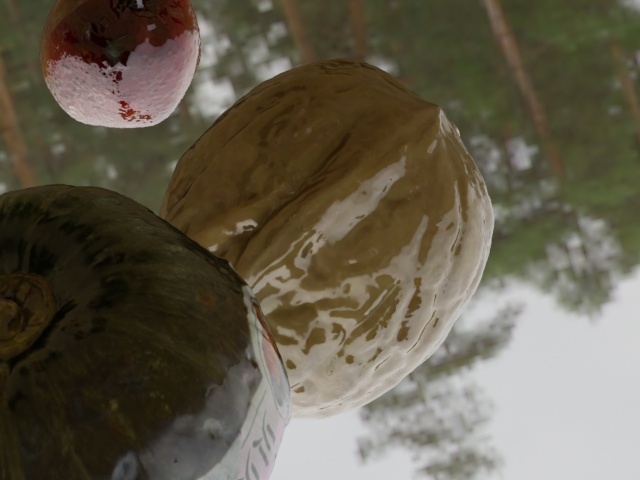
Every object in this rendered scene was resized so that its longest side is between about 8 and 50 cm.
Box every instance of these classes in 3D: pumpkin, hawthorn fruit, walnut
[{"bbox_3d":[-0.147,0.098,1.051,0.260,0.189,0.260,-8,-140,7],"label":"pumpkin"},{"bbox_3d":[-0.190,-0.199,1.835,0.157,0.157,0.194,-28,159,-28],"label":"hawthorn fruit"},{"bbox_3d":[0.000,0.000,1.316,0.261,0.225,0.225,-46,-172,24],"label":"walnut"}]
